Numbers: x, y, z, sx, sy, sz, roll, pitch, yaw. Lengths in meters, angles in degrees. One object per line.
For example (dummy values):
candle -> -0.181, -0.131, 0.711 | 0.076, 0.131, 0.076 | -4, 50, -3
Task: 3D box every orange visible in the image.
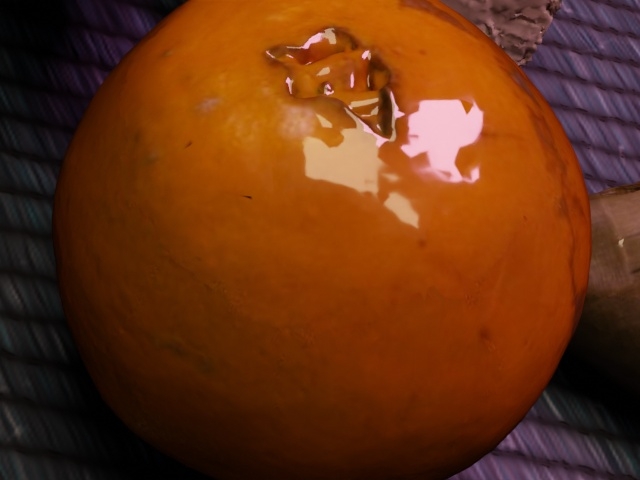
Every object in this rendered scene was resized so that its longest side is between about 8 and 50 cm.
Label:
orange -> 0.000, 0.000, 1.135 | 0.312, 0.312, 0.312 | 11, 51, -14

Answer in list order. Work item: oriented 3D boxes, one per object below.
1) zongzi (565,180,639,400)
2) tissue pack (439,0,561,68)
zongzi -> 0.248, 0.091, 1.260 | 0.360, 0.160, 0.323 | -5, 57, -17
tissue pack -> 0.061, -0.288, 1.474 | 0.242, 0.125, 0.344 | 16, 42, -8
